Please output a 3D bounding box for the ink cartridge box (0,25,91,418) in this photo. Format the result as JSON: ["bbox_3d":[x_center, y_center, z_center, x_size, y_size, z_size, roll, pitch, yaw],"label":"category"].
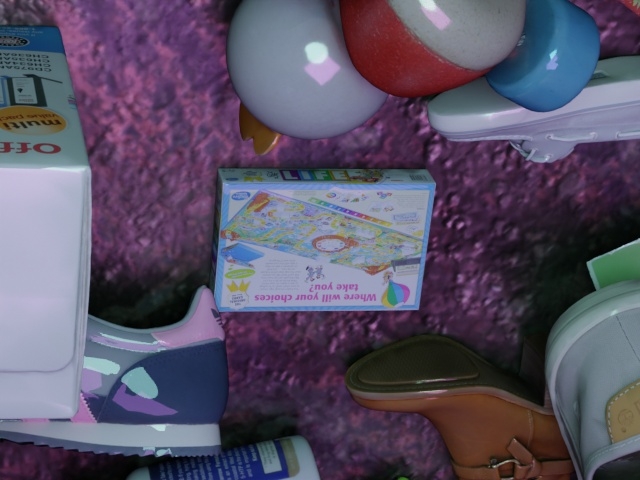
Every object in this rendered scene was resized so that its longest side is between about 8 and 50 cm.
[{"bbox_3d":[-0.236,-0.018,1.085,0.171,0.232,0.168,0,117,-13],"label":"ink cartridge box"}]

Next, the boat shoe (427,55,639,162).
[{"bbox_3d":[0.165,-0.086,1.244,0.184,0.066,0.063,-13,118,-17],"label":"boat shoe"}]

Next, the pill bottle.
[{"bbox_3d":[-0.091,0.215,1.305,0.187,0.112,0.112,-10,118,-7],"label":"pill bottle"}]

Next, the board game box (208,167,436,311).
[{"bbox_3d":[0.000,0.000,1.265,0.154,0.026,0.103,0,116,-13],"label":"board game box"}]

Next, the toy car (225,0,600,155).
[{"bbox_3d":[0.013,-0.154,1.131,0.219,0.210,0.238,23,138,-36],"label":"toy car"}]

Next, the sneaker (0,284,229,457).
[{"bbox_3d":[-0.221,0.075,1.228,0.319,0.112,0.131,8,85,-11],"label":"sneaker"}]

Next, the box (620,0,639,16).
[{"bbox_3d":[0.276,-0.189,1.143,0.257,0.128,0.123,30,126,-32],"label":"box"}]

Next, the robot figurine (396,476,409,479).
[{"bbox_3d":[0.074,0.239,1.379,0.101,0.067,0.115,-15,122,27],"label":"robot figurine"}]

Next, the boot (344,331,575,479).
[{"bbox_3d":[0.113,0.151,1.344,0.197,0.073,0.152,-2,121,-9],"label":"boot"}]

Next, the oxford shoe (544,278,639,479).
[{"bbox_3d":[0.283,0.204,1.335,0.169,0.130,0.449,-28,136,4],"label":"oxford shoe"}]

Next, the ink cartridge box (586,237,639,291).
[{"bbox_3d":[0.327,0.023,1.336,0.235,0.056,0.171,-23,119,4],"label":"ink cartridge box"}]
